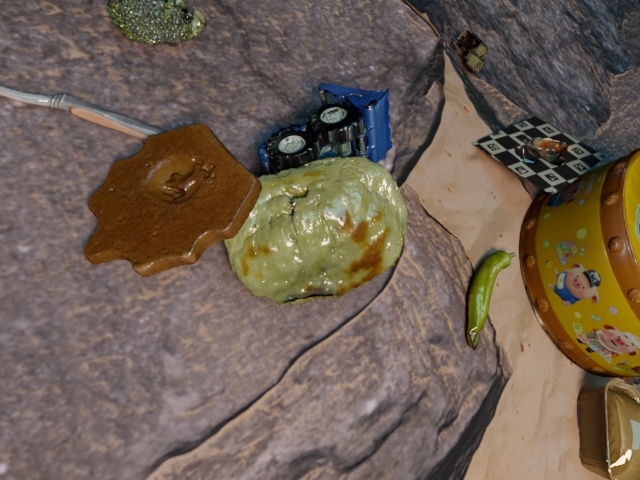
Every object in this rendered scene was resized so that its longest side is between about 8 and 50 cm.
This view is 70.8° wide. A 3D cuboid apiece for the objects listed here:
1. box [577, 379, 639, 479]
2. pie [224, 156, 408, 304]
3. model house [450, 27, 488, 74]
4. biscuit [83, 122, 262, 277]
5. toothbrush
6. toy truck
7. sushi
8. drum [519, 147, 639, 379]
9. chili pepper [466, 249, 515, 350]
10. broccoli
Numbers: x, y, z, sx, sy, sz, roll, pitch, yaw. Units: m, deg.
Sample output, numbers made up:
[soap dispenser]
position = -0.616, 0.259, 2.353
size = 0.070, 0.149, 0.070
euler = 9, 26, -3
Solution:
[box]
position = 0.519, 0.339, 0.788
size = 0.111, 0.111, 0.177
euler = 19, 66, -20
[pie]
position = 0.000, 0.000, 0.598
size = 0.247, 0.090, 0.201
euler = -16, 112, -4
[model house]
position = 0.329, -0.405, 0.970
size = 0.083, 0.057, 0.058
euler = 52, 30, 19
[biscuit]
position = -0.191, -0.043, 0.553
size = 0.215, 0.034, 0.182
euler = -39, 68, -12
[toothbrush]
position = -0.284, -0.160, 0.585
size = 0.374, 0.028, 0.037
euler = 18, 59, -21
[toy truck]
position = 0.007, -0.146, 0.673
size = 0.208, 0.113, 0.126
euler = -33, 51, -18
[sushi]
position = 0.444, -0.168, 0.925
size = 0.210, 0.040, 0.193
euler = -27, 55, -26
[drum]
position = 0.615, 0.046, 0.870
size = 0.430, 0.214, 0.432
euler = 8, 70, -24
[chili pepper]
position = 0.286, 0.089, 0.791
size = 0.049, 0.043, 0.208
euler = 52, 61, -33
[broccoli]
position = -0.239, -0.367, 0.647
size = 0.122, 0.118, 0.204
euler = -12, 60, 1
